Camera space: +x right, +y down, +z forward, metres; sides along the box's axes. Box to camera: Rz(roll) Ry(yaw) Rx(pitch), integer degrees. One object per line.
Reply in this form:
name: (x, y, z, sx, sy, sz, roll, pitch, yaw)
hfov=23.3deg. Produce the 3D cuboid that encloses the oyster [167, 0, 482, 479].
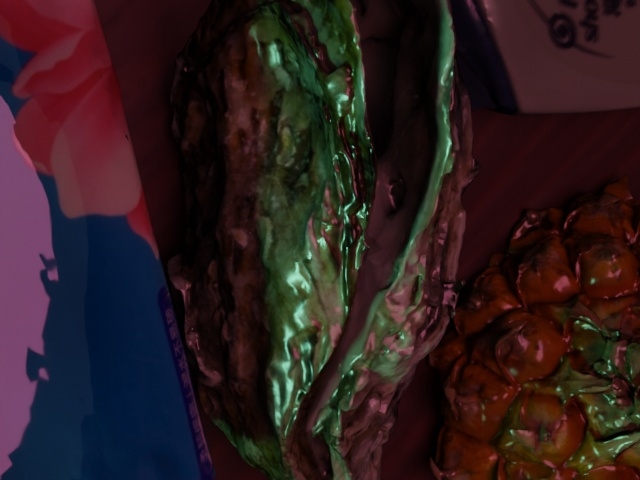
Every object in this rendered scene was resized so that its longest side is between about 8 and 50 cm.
oyster: (0.001, 0.006, 0.800, 0.158, 0.162, 0.350, -7, 118, -9)

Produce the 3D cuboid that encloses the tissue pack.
tissue pack: (-0.181, 0.021, 0.727, 0.209, 0.137, 0.269, -17, 104, -19)

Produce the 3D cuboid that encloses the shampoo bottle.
shampoo bottle: (0.186, -0.145, 0.897, 0.360, 0.078, 0.134, -15, 105, -21)

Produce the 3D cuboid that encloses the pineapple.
pineapple: (0.143, 0.095, 0.870, 0.140, 0.164, 0.249, 2, 100, -16)
